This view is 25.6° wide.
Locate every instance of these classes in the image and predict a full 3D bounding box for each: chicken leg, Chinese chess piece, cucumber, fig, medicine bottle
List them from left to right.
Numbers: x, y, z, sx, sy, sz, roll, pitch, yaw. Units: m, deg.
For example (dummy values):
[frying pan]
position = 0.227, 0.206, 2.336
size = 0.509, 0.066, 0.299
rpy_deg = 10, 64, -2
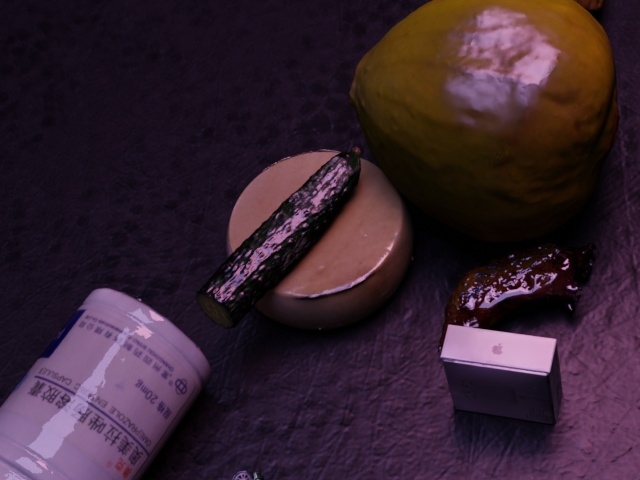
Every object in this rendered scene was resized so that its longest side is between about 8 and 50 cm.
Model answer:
[medicine bottle]
position = -0.298, 0.240, 1.712
size = 0.190, 0.190, 0.332
rpy_deg = 23, 64, 26
[cucumber]
position = -0.040, -0.010, 1.781
size = 0.067, 0.067, 0.293
rpy_deg = 31, 66, 29
[Chinese chess piece]
position = 0.000, 0.000, 1.864
size = 0.250, 0.097, 0.251
rpy_deg = -6, 56, 8
[fig]
position = 0.210, -0.173, 1.792
size = 0.343, 0.343, 0.343
rpy_deg = -6, 55, 9
[chicken leg]
position = 0.246, 0.064, 1.785
size = 0.233, 0.063, 0.105
rpy_deg = -18, 49, 3

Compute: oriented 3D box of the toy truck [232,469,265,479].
[toy truck]
position = -0.126, 0.336, 1.683
size = 0.147, 0.065, 0.079
rpy_deg = -23, 57, -3

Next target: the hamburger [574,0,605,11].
[hamburger]
position = 0.316, -0.373, 1.958
size = 0.124, 0.262, 0.131
rpy_deg = 22, 107, 30

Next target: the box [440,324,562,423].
[box]
position = 0.217, 0.161, 1.680
size = 0.129, 0.130, 0.051
rpy_deg = 7, 58, 18
